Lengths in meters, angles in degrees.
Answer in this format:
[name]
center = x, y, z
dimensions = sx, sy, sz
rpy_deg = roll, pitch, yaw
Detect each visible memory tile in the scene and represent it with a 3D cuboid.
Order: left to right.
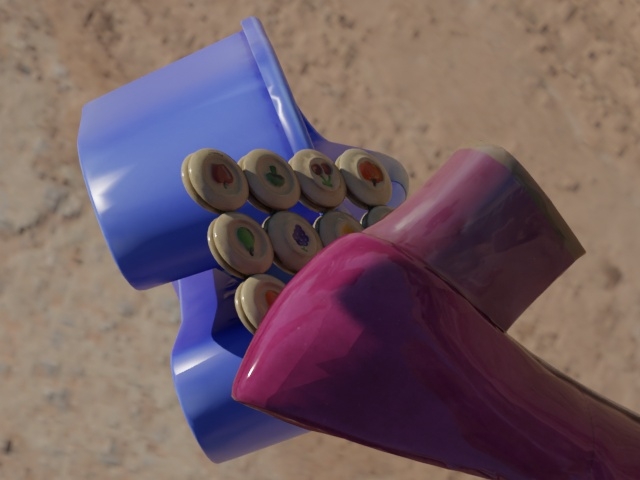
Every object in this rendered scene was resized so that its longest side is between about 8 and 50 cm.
[memory tile]
center = 0.000, 0.000, 0.997
dimensions = 0.012, 0.148, 0.113
rpy_deg = -39, 65, 39

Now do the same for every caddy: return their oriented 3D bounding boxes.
[caddy]
center = -0.028, -0.009, 1.206
dimensions = 0.179, 0.341, 0.241
rpy_deg = -23, 105, 1

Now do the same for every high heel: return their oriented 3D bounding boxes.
[high heel]
center = 0.117, 0.146, 0.934
dimensions = 0.181, 0.377, 0.127
rpy_deg = -43, 9, -23
